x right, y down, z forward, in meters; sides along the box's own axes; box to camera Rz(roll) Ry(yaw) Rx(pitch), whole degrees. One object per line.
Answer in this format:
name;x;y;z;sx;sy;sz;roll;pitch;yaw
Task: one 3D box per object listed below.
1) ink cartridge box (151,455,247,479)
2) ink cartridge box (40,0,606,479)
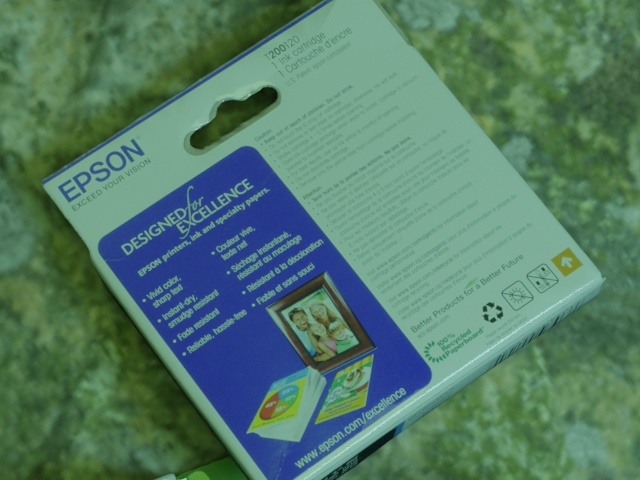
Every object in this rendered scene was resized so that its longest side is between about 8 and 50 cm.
ink cartridge box;-0.098;0.182;0.951;0.209;0.062;0.109;-21;84;-12
ink cartridge box;0.000;0.000;0.998;0.206;0.045;0.208;-33;74;-13
